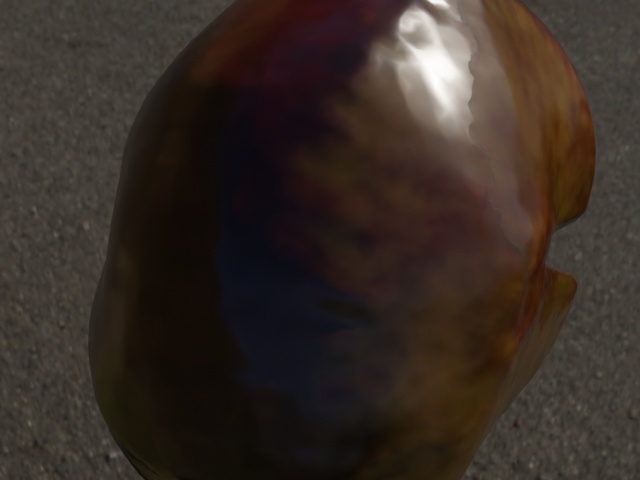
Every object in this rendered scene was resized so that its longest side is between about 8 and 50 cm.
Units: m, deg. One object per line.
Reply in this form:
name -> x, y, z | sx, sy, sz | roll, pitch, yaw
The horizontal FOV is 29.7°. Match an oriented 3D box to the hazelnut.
hazelnut -> 0.000, 0.000, 0.506 | 0.217, 0.217, 0.251 | 16, 76, 13
